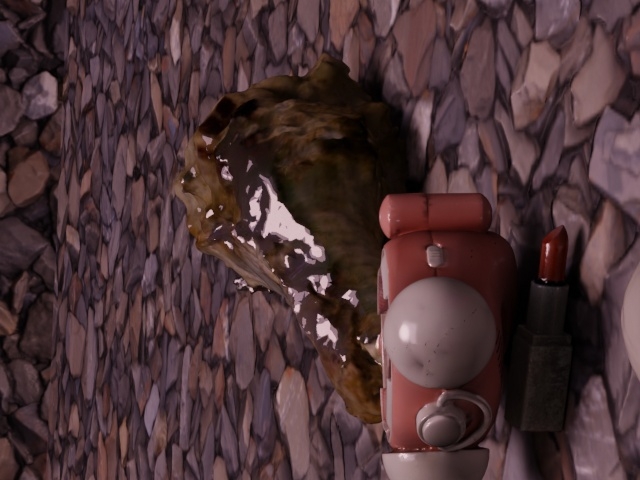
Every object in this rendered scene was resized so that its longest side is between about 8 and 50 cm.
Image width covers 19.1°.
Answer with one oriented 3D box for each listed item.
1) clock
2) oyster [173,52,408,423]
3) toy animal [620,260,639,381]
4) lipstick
[{"bbox_3d":[0.081,0.068,1.203,0.162,0.093,0.166,-86,-3,-52],"label":"clock"},{"bbox_3d":[-0.007,0.005,1.447,0.198,0.133,0.337,-45,55,25],"label":"oyster"},{"bbox_3d":[0.221,0.047,0.716,0.178,0.193,0.127,-122,37,-46],"label":"toy animal"},{"bbox_3d":[0.140,0.053,1.183,0.030,0.030,0.129,-147,61,-69],"label":"lipstick"}]
